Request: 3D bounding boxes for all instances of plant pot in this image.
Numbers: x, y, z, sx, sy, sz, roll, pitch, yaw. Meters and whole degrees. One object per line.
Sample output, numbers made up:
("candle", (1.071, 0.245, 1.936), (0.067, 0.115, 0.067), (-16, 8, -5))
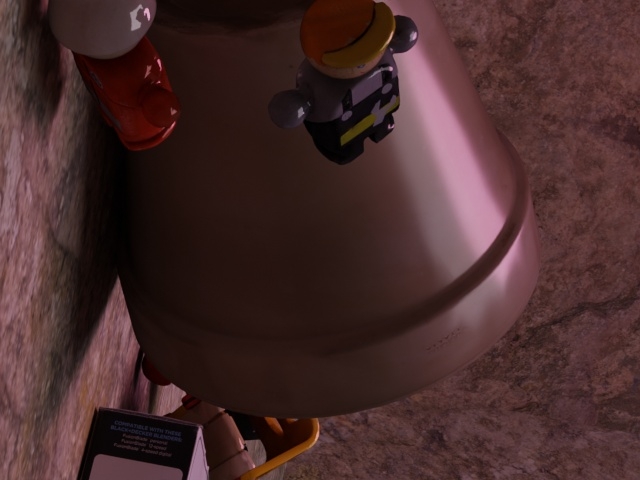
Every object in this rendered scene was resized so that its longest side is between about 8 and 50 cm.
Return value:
("plant pot", (-0.016, -0.081, 1.185), (0.323, 0.323, 0.280), (-76, 159, -47))

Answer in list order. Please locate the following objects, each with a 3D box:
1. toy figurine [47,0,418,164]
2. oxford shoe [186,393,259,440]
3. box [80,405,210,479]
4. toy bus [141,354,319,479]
("toy figurine", (-0.042, -0.161, 0.961), (0.148, 0.209, 0.213), (80, 19, -63))
("oxford shoe", (-0.116, 0.086, 1.584), (0.083, 0.096, 0.227), (-22, 104, -73))
("box", (-0.162, 0.298, 1.320), (0.169, 0.087, 0.290), (92, 9, -66))
("toy bus", (-0.079, 0.180, 1.504), (0.104, 0.202, 0.191), (-24, 127, -30))
